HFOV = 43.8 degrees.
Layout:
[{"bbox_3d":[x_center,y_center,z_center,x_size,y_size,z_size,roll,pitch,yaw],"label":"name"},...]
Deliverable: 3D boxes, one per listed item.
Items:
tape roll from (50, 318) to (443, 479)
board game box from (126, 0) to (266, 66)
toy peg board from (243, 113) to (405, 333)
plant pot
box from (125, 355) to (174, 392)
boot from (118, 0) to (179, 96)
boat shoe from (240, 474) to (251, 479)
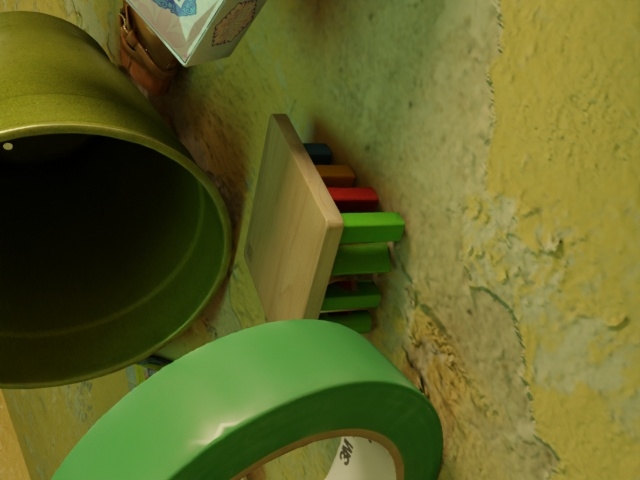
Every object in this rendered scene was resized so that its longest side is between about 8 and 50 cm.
[{"bbox_3d":[-0.053,0.212,0.600,0.077,0.321,0.321,42,134,40],"label":"tape roll"},{"bbox_3d":[-0.105,-0.349,0.555,0.319,0.066,0.318,48,125,7],"label":"board game box"},{"bbox_3d":[0.000,0.000,0.691,0.161,0.079,0.161,-116,32,-47],"label":"toy peg board"},{"bbox_3d":[-0.329,-0.081,0.930,0.353,0.366,0.367,-119,34,-41],"label":"plant pot"},{"bbox_3d":[-0.217,0.219,1.108,0.179,0.043,0.105,0,101,59],"label":"box"},{"bbox_3d":[-0.206,-0.273,0.892,0.197,0.073,0.152,63,149,24],"label":"boot"},{"bbox_3d":[-0.131,0.385,0.972,0.103,0.113,0.302,19,116,59],"label":"boat shoe"}]
